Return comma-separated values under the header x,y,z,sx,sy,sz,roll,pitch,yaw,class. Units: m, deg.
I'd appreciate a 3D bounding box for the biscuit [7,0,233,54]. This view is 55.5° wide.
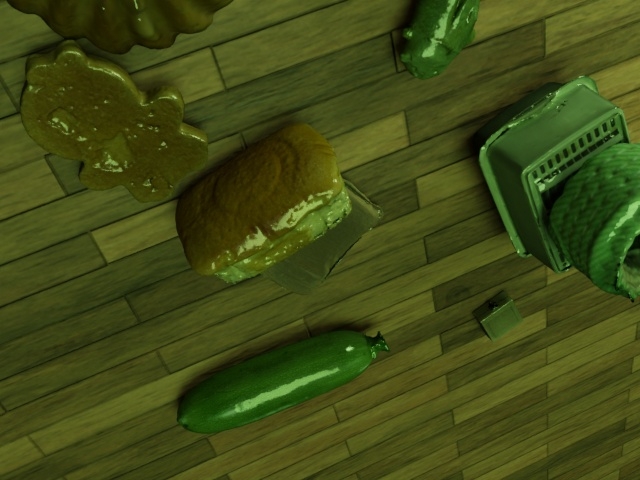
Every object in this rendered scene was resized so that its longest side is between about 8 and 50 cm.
x,y,z,sx,sy,sz,roll,pitch,yaw,class
-0.214,-0.354,0.636,0.326,0.107,0.325,-11,127,-15,biscuit

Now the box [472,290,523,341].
x,y,z,sx,sy,sz,roll,pitch,yaw,class
0.360,0.154,1.236,0.079,0.035,0.083,-35,126,2,box

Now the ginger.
x,y,z,sx,sy,sz,roll,pitch,yaw,class
0.151,-0.358,0.796,0.137,0.089,0.290,-33,134,-23,ginger

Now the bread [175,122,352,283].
x,y,z,sx,sy,sz,roll,pitch,yaw,class
-0.079,-0.048,0.839,0.246,0.174,0.121,-28,132,6,bread

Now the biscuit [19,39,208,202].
x,y,z,sx,sy,sz,roll,pitch,yaw,class
-0.262,-0.142,0.769,0.184,0.035,0.249,-39,135,20,biscuit

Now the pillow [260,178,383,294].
x,y,z,sx,sy,sz,roll,pitch,yaw,class
-0.002,-0.001,0.989,0.211,0.034,0.135,-46,130,12,pillow

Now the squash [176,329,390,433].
x,y,z,sx,sy,sz,roll,pitch,yaw,class
-0.065,0.242,1.071,0.395,0.107,0.107,-18,126,-10,squash

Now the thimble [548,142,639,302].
x,y,z,sx,sy,sz,roll,pitch,yaw,class
0.457,-0.030,0.878,0.219,0.150,0.219,-11,126,-16,thimble

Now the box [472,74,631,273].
x,y,z,sx,sy,sz,roll,pitch,yaw,class
0.389,-0.105,1.001,0.221,0.166,0.290,-34,127,1,box
